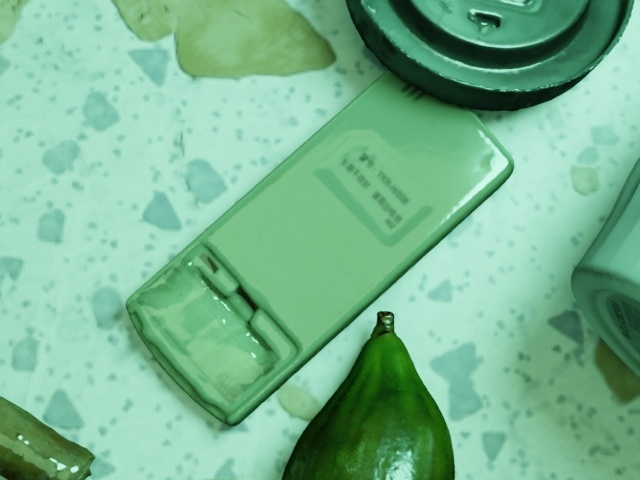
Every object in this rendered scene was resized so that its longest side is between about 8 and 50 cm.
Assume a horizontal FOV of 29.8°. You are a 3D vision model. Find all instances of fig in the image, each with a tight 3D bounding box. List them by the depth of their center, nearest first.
[{"bbox_3d":[0.041,0.133,0.802,0.117,0.117,0.177,16,57,1],"label":"fig"}]

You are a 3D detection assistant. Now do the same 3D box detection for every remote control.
[{"bbox_3d":[0.000,0.000,0.854,0.285,0.038,0.123,-44,82,-8],"label":"remote control"}]

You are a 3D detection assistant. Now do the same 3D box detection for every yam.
[{"bbox_3d":[-0.266,0.110,0.808,0.241,0.057,0.057,26,79,1],"label":"yam"}]

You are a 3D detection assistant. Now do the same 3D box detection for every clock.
[{"bbox_3d":[0.120,-0.194,0.872,0.215,0.042,0.215,3,69,-9],"label":"clock"}]

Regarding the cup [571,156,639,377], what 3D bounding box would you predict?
[{"bbox_3d":[0.356,-0.047,0.768,0.253,0.253,0.371,41,81,6],"label":"cup"}]
